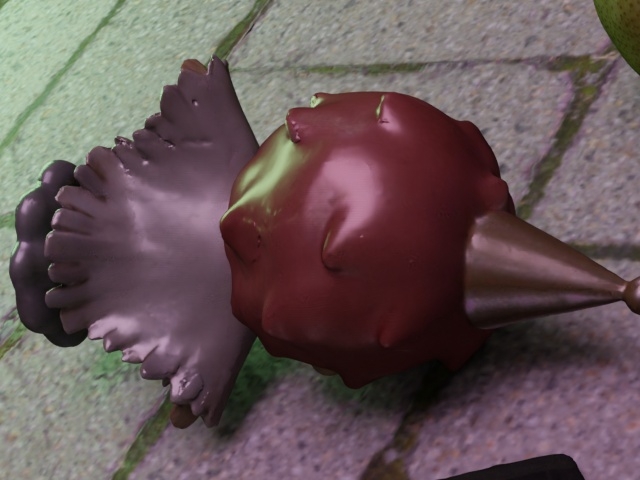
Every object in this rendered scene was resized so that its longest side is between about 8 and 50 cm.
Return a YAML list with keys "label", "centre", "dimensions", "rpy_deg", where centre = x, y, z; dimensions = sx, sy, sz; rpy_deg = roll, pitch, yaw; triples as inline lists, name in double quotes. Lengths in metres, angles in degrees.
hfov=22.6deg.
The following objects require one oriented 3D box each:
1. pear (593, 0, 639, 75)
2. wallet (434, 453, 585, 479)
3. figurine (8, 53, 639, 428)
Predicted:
- label: "pear"
  centre: [0.228, -0.150, 0.872]
  dimensions: [0.167, 0.136, 0.167]
  rpy_deg: [-17, 35, 12]
- label: "wallet"
  centre: [0.051, 0.190, 0.678]
  dimensions: [0.169, 0.052, 0.245]
  rpy_deg: [-20, 34, 10]
- label: "figurine"
  centre: [0.000, 0.000, 0.863]
  dimensions: [0.387, 0.166, 0.207]
  rpy_deg: [-3, 78, 31]
